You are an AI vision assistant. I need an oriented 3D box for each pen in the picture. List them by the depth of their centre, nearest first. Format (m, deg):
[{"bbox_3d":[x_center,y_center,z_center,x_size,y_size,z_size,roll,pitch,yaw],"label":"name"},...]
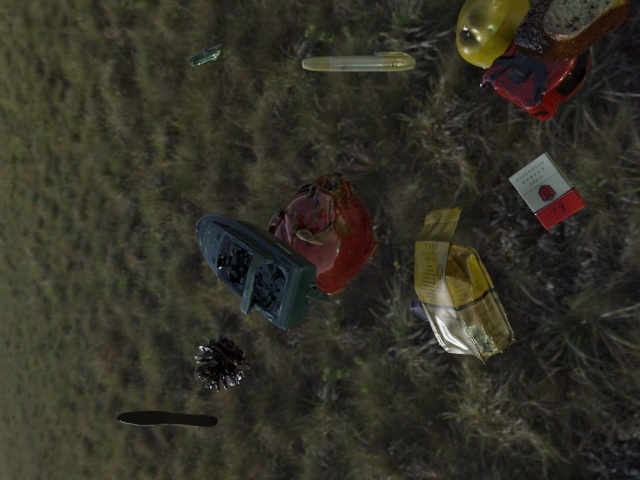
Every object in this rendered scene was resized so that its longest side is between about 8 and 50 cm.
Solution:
[{"bbox_3d":[0.079,-0.361,1.061,0.032,0.234,0.040,-115,24,-65],"label":"pen"}]

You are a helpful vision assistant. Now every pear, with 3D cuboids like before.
[{"bbox_3d":[0.494,-0.644,1.577,0.267,0.178,0.266,15,117,32],"label":"pear"}]

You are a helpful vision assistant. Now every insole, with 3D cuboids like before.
[{"bbox_3d":[-0.290,0.340,1.003,0.064,0.189,0.004,-115,30,-82],"label":"insole"}]

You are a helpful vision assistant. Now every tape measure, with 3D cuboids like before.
[{"bbox_3d":[0.609,-0.485,1.478,0.260,0.114,0.253,-55,43,23],"label":"tape measure"}]

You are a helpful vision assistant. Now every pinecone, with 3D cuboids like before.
[{"bbox_3d":[-0.248,0.305,1.299,0.140,0.120,0.140,23,143,19],"label":"pinecone"}]

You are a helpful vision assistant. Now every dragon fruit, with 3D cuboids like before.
[{"bbox_3d":[0.001,-0.003,1.113,0.250,0.250,0.314,48,126,41],"label":"dragon fruit"}]

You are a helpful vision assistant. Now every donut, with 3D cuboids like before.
[{"bbox_3d":[0.428,-0.367,0.904,0.126,0.144,0.186,-41,43,4],"label":"donut"}]

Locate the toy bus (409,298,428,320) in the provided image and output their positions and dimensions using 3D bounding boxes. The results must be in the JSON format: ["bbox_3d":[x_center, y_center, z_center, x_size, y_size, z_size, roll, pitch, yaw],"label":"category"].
[{"bbox_3d":[0.351,0.239,1.812,0.052,0.131,0.036,-17,54,32],"label":"toy bus"}]

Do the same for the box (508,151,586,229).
[{"bbox_3d":[0.532,-0.117,1.241,0.100,0.048,0.152,-41,76,37],"label":"box"}]

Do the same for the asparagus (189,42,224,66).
[{"bbox_3d":[-0.199,-0.333,0.946,0.108,0.021,0.025,-1,92,45],"label":"asparagus"}]

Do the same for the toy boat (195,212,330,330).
[{"bbox_3d":[-0.104,0.027,0.713,0.246,0.103,0.092,32,116,40],"label":"toy boat"}]

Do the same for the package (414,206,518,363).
[{"bbox_3d":[0.117,0.039,0.466,0.131,0.047,0.071,66,168,-9],"label":"package"}]
